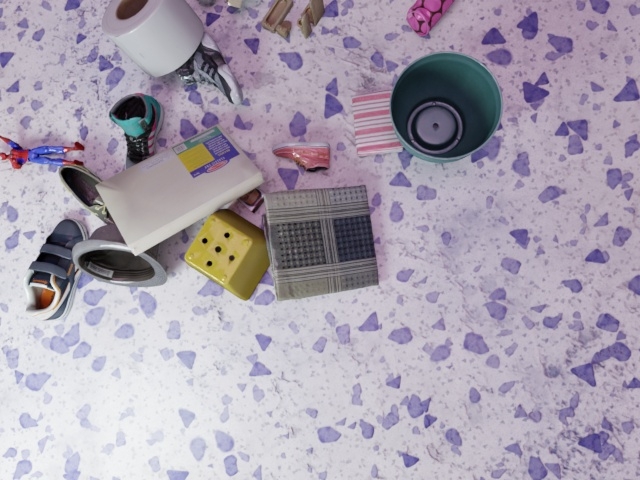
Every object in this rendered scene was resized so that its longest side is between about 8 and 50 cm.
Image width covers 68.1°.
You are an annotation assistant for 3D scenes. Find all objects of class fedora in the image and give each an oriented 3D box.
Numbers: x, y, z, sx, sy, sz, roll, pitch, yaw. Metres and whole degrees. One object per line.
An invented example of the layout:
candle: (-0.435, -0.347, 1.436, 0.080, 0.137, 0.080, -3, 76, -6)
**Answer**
fedora: (-0.575, 0.033, 1.395, 0.275, 0.244, 0.124, -2, 55, 10)

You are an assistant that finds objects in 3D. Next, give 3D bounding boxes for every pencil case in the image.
pencil case: (0.345, -0.728, 1.425, 0.098, 0.095, 0.209, 37, 86, -28)

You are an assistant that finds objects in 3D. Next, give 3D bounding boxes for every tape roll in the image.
tape roll: (-0.499, -0.644, 1.416, 0.246, 0.169, 0.246, -11, 62, 21)

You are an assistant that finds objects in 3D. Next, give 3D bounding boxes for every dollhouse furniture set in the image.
dollhouse furniture set: (-0.093, -0.710, 1.448, 0.151, 0.123, 0.144, 32, 88, 8)

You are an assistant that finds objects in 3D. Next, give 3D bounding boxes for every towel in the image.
towel: (0.172, -0.356, 1.435, 0.144, 0.029, 0.197, -6, 81, 5)
towel: (0.000, 0.000, 1.358, 0.324, 0.056, 0.313, -6, 85, -19)

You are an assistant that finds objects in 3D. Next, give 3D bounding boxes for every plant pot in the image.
plant pot: (-0.265, 0.032, 1.355, 0.212, 0.187, 0.212, 31, 88, 9)
plant pot: (0.336, -0.346, 1.330, 0.292, 0.196, 0.293, 0, 85, 5)

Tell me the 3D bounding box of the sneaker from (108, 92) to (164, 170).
sneaker: (-0.557, -0.311, 1.424, 0.123, 0.178, 0.296, 5, 85, 6)

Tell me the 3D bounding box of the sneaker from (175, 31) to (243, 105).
sneaker: (-0.350, -0.504, 1.468, 0.153, 0.101, 0.269, -30, 76, 3)

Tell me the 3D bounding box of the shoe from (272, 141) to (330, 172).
shoe: (-0.058, -0.249, 1.426, 0.177, 0.063, 0.081, -2, 79, 1)

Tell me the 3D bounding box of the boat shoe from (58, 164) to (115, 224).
boat shoe: (-0.671, -0.123, 1.453, 0.305, 0.091, 0.109, 39, 90, 3)

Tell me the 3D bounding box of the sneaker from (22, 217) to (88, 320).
sneaker: (-0.802, 0.084, 1.436, 0.126, 0.127, 0.322, 6, 83, 8)

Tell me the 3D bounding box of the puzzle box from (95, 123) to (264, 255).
puzzle box: (-0.399, -0.159, 1.351, 0.408, 0.052, 0.272, -31, 57, -15)

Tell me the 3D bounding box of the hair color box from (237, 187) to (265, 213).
hair color box: (-0.237, -0.155, 1.444, 0.141, 0.043, 0.072, 38, 88, 7)

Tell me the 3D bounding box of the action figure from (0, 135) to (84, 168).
action figure: (-0.910, -0.278, 1.482, 0.280, 0.139, 0.092, -1, 83, 8)

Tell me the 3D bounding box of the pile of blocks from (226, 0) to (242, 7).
pile of blocks: (-0.238, -0.907, 1.503, 0.112, 0.149, 0.363, 3, 91, -26)

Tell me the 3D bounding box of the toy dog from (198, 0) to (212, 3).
toy dog: (-0.391, -0.932, 1.456, 0.160, 0.220, 0.334, 10, 87, 0)
